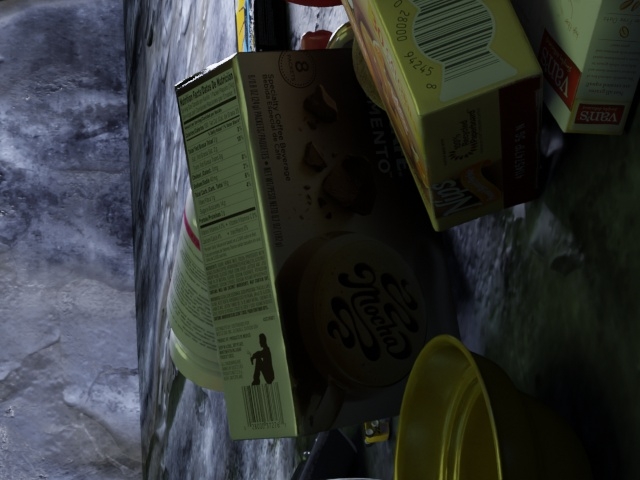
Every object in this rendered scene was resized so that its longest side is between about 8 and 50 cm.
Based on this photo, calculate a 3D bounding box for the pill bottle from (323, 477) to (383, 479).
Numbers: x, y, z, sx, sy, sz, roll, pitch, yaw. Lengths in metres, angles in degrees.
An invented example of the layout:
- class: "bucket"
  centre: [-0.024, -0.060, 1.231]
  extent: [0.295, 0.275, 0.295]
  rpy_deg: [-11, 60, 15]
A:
- class: "pill bottle"
  centre: [0.024, 0.323, 1.227]
  extent: [0.119, 0.119, 0.208]
  rpy_deg: [124, 145, -65]

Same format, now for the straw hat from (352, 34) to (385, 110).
- class: "straw hat"
  centre: [0.100, -0.154, 1.095]
  extent: [0.061, 0.144, 0.144]
  rpy_deg: [32, -128, -61]

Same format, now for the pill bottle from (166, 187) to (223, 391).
- class: "pill bottle"
  centre: [-0.100, 0.049, 1.676]
  extent: [0.283, 0.160, 0.160]
  rpy_deg: [107, 159, -47]

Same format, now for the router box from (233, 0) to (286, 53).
- class: "router box"
  centre: [-0.083, -0.283, 1.892]
  extent: [0.133, 0.046, 0.179]
  rpy_deg: [123, 146, -65]

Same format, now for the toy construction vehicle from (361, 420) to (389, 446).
- class: "toy construction vehicle"
  centre: [0.055, 0.134, 1.322]
  extent: [0.086, 0.035, 0.098]
  rpy_deg: [92, 174, -52]

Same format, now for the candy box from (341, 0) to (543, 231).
- class: "candy box"
  centre: [0.059, -0.186, 0.975]
  extent: [0.183, 0.087, 0.316]
  rpy_deg: [73, 178, -66]

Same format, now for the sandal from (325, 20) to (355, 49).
- class: "sandal"
  centre: [0.026, -0.157, 1.421]
  extent: [0.049, 0.072, 0.180]
  rpy_deg: [61, 149, 23]

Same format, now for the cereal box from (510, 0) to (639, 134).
- class: "cereal box"
  centre: [0.170, -0.209, 0.858]
  extent: [0.173, 0.047, 0.240]
  rpy_deg: [-108, 24, -54]

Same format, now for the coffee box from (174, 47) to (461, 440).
- class: "coffee box"
  centre: [0.000, 0.000, 1.124]
  extent: [0.119, 0.168, 0.297]
  rpy_deg: [-16, 81, 58]

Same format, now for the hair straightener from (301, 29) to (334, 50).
- class: "hair straightener"
  centre: [0.007, -0.113, 1.546]
  extent: [0.089, 0.047, 0.230]
  rpy_deg: [49, -144, -83]

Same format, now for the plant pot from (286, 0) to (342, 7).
- class: "plant pot"
  centre: [0.011, -0.325, 1.225]
  extent: [0.174, 0.191, 0.191]
  rpy_deg: [140, 131, -68]

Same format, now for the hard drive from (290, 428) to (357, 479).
- class: "hard drive"
  centre: [-0.033, 0.313, 1.466]
  extent: [0.255, 0.054, 0.172]
  rpy_deg: [115, -179, -50]

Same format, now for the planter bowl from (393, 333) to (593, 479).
- class: "planter bowl"
  centre: [0.121, 0.171, 0.917]
  extent: [0.217, 0.090, 0.217]
  rpy_deg: [-178, 90, -77]
